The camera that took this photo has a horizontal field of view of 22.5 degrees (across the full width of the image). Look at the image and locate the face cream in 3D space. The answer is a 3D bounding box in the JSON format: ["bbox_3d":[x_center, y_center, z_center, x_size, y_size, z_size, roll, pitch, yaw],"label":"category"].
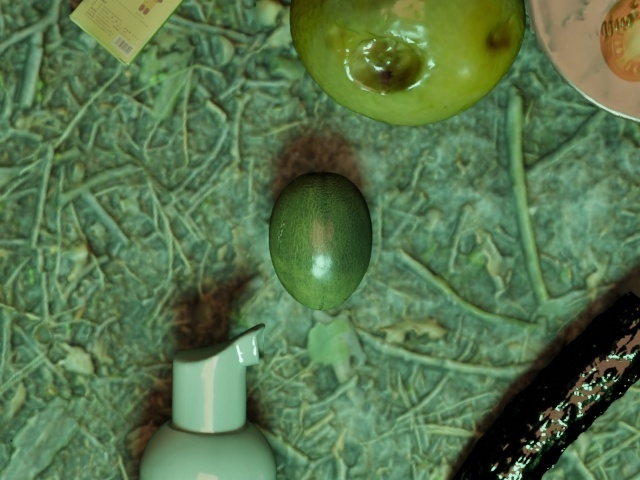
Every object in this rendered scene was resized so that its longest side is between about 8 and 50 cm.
[{"bbox_3d":[-0.107,0.257,1.512,0.145,0.145,0.369,2,96,0],"label":"face cream"}]

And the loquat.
[{"bbox_3d":[0.078,-0.200,1.424,0.213,0.213,0.213,0,98,0],"label":"loquat"}]

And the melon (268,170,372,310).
[{"bbox_3d":[0.000,0.000,1.498,0.098,0.098,0.130,3,95,0],"label":"melon"}]

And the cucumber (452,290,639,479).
[{"bbox_3d":[0.214,0.175,1.533,0.081,0.072,0.303,44,96,-6],"label":"cucumber"}]

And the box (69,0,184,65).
[{"bbox_3d":[-0.161,-0.241,1.504,0.073,0.020,0.149,42,96,-4],"label":"box"}]

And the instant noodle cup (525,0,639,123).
[{"bbox_3d":[0.285,-0.224,1.399,0.243,0.231,0.243,0,97,1],"label":"instant noodle cup"}]
